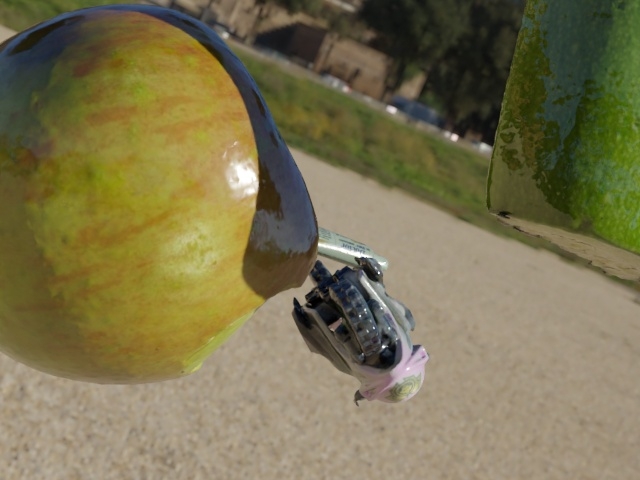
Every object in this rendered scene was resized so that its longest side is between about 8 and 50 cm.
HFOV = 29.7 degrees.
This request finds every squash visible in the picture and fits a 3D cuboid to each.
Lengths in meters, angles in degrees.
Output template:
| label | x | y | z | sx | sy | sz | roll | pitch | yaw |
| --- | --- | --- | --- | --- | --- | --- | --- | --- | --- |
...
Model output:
| label | x | y | z | sx | sy | sz | roll | pitch | yaw |
| --- | --- | --- | --- | --- | --- | --- | --- | --- | --- |
| squash | 0.255 | -0.125 | 0.960 | 0.203 | 0.288 | 0.111 | 22 | -9 | -37 |

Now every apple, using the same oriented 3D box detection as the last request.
| label | x | y | z | sx | sy | sz | roll | pitch | yaw |
| --- | --- | --- | --- | --- | --- | --- | --- | --- | --- |
| apple | -0.181 | -0.034 | 1.065 | 0.339 | 0.339 | 0.339 | 24 | 6 | -3 |

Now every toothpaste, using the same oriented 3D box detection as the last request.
| label | x | y | z | sx | sy | sz | roll | pitch | yaw |
| --- | --- | --- | --- | --- | --- | --- | --- | --- | --- |
| toothpaste | 0.000 | 0.000 | 1.782 | 0.255 | 0.037 | 0.067 | 21 | 39 | -34 |

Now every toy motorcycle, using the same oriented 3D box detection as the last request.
| label | x | y | z | sx | sy | sz | roll | pitch | yaw |
| --- | --- | --- | --- | --- | --- | --- | --- | --- | --- |
| toy motorcycle | 0.053 | 0.122 | 1.639 | 0.188 | 0.143 | 0.327 | 55 | -3 | -9 |
